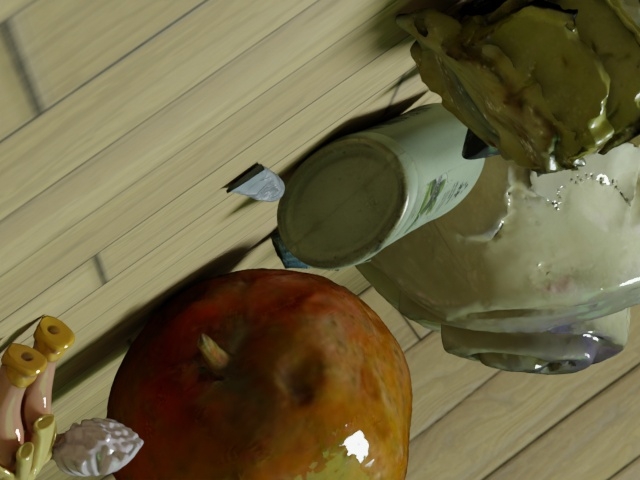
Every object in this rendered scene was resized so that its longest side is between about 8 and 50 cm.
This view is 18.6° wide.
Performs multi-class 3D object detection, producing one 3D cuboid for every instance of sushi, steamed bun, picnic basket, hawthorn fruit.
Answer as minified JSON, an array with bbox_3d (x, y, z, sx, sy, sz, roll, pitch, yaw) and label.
[{"bbox_3d":[0.127,-0.118,1.176,0.131,0.139,0.291,-42,-175,7],"label":"sushi"},{"bbox_3d":[0.203,0.015,1.861,0.346,0.237,0.394,-19,166,9],"label":"steamed bun"},{"bbox_3d":[0.000,0.000,1.753,0.083,0.065,0.083,-19,170,-3],"label":"picnic basket"},{"bbox_3d":[-0.055,0.143,1.677,0.277,0.277,0.298,-35,150,-8],"label":"hawthorn fruit"}]

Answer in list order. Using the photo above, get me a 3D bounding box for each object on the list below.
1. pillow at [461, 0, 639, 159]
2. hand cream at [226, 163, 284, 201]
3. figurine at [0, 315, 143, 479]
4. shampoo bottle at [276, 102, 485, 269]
[{"bbox_3d":[0.210,-0.158,1.390,0.250,0.106,0.186,-37,-168,41],"label":"pillow"},{"bbox_3d":[-0.043,-0.039,1.334,0.030,0.019,0.093,-35,169,6],"label":"hand cream"},{"bbox_3d":[-0.223,0.155,1.328,0.240,0.116,0.174,-47,172,38],"label":"figurine"},{"bbox_3d":[0.060,-0.050,1.520,0.118,0.087,0.234,-42,174,25],"label":"shampoo bottle"}]
